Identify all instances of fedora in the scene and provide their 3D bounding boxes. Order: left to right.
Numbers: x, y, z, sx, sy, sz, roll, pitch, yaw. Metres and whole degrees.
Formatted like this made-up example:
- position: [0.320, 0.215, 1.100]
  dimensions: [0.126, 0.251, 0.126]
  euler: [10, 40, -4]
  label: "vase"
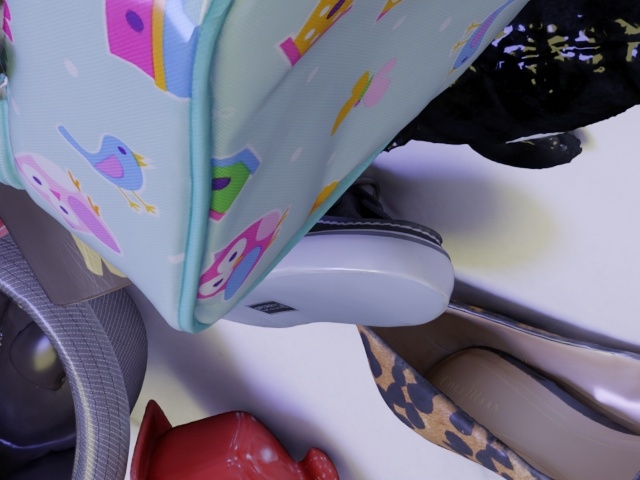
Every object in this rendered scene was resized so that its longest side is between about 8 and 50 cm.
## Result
- position: [-0.211, 0.098, 1.239]
  dimensions: [0.244, 0.124, 0.275]
  euler: [35, 122, 15]
  label: "fedora"

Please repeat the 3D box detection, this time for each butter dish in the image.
- position: [-0.043, 0.173, 1.211]
  dimensions: [0.160, 0.118, 0.160]
  euler: [63, -174, -12]
  label: "butter dish"

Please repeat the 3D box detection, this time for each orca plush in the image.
- position: [0.065, -0.055, 0.746]
  dimensions: [0.287, 0.102, 0.151]
  euler: [19, 145, 36]
  label: "orca plush"

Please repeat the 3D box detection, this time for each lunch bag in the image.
- position: [0.012, -0.112, 0.541]
  dimensions: [0.108, 0.279, 0.224]
  euler: [40, 155, 10]
  label: "lunch bag"

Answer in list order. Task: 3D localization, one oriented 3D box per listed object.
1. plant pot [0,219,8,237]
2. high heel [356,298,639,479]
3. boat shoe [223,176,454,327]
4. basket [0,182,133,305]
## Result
- position: [-0.240, -0.088, 1.012]
  dimensions: [0.180, 0.201, 0.201]
  euler: [55, 153, 7]
  label: "plant pot"
- position: [0.110, 0.067, 0.876]
  dimensions: [0.186, 0.093, 0.261]
  euler: [40, 158, -1]
  label: "high heel"
- position: [0.000, 0.000, 0.942]
  dimensions: [0.080, 0.076, 0.228]
  euler: [20, 166, -21]
  label: "boat shoe"
- position: [-0.108, -0.101, 0.779]
  dimensions: [0.227, 0.154, 0.204]
  euler: [64, 169, -10]
  label: "basket"
